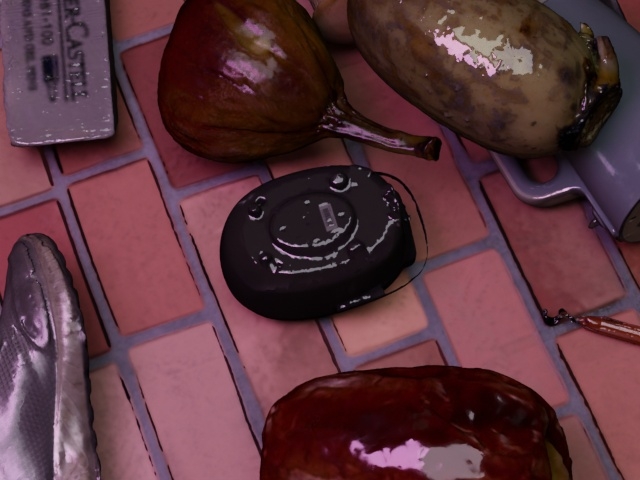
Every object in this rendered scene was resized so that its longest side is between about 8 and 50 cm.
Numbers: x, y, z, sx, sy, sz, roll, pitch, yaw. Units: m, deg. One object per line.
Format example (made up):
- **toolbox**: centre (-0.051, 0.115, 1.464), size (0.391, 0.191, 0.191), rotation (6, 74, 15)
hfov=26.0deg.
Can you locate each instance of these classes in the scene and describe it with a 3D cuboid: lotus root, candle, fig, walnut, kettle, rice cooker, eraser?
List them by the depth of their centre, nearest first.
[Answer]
- **walnut**: centre (0.086, 0.231, 1.216), size (0.269, 0.222, 0.244), rotation (1, 84, 15)
- **lotus root**: centre (0.132, -0.188, 1.319), size (0.309, 0.173, 0.173), rotation (37, 72, 16)
- **fig**: centre (-0.024, -0.164, 1.344), size (0.290, 0.190, 0.190), rotation (3, 64, 33)
- **rice cooker**: centre (0.001, 0.000, 1.345), size (0.203, 0.118, 0.142), rotation (-16, 70, -3)
- **candle**: centre (0.302, 0.091, 1.370), size (0.167, 0.021, 0.026), rotation (14, 58, 5)
- **kettle**: centre (0.275, -0.120, 1.405), size (0.210, 0.160, 0.243), rotation (-42, 65, 13)
- **eraser**: centre (-0.279, -0.245, 1.459), size (0.111, 0.077, 0.352), rotation (-6, 68, -3)

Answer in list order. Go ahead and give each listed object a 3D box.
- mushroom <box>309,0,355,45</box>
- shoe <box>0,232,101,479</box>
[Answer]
- **mushroom**: centre (-0.044, -0.385, 1.490), size (0.154, 0.137, 0.407), rotation (-6, 57, -49)
- **shoe**: centre (-0.291, 0.163, 1.259), size (0.171, 0.132, 0.336), rotation (-6, 74, -11)
